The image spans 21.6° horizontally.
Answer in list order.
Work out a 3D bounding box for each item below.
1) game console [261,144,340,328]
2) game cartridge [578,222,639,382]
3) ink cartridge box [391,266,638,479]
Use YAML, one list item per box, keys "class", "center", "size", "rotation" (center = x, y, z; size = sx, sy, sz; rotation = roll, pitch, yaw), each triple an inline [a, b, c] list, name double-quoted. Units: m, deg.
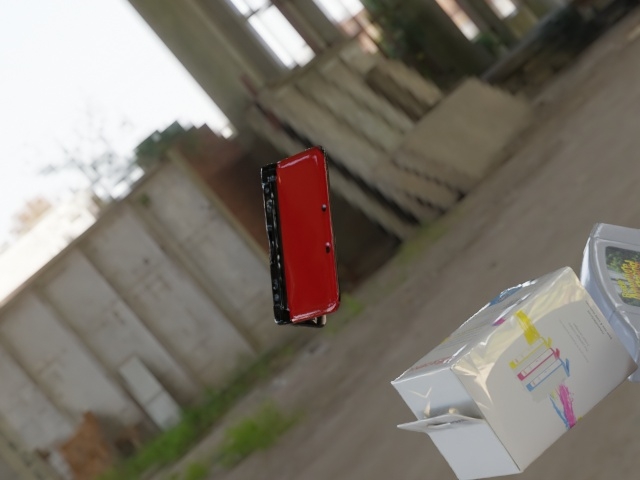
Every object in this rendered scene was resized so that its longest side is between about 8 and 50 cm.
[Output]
- class: "game console"
  center: [0.000, 0.000, 1.470]
  size: [0.085, 0.144, 0.124]
  rotation: [-9, -10, 26]
- class: "game cartridge"
  center: [0.376, 0.069, 1.783]
  size: [0.294, 0.196, 0.060]
  rotation: [-90, 8, -64]
- class: "ink cartridge box"
  center: [0.129, 0.100, 1.175]
  size: [0.143, 0.090, 0.092]
  rotation: [-37, 4, -26]
